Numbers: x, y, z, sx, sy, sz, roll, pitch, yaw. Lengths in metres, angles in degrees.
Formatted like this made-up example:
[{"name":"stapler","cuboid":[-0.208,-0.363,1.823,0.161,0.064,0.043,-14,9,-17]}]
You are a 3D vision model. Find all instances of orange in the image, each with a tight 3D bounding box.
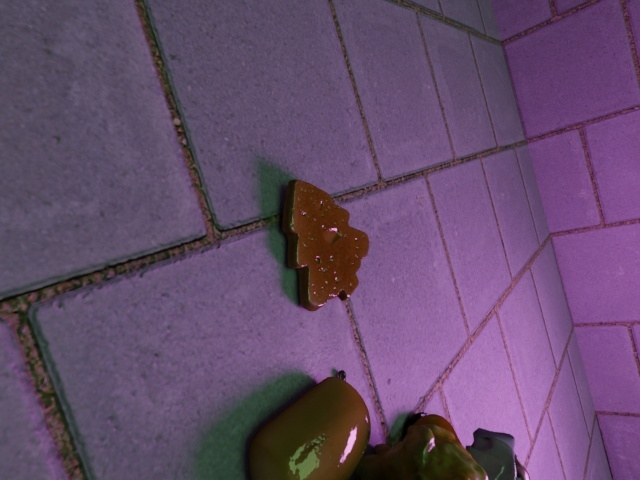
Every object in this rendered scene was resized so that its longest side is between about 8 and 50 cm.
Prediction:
[{"name":"orange","cuboid":[0.234,0.441,0.865,0.160,0.112,0.170,-18,83,-50]}]

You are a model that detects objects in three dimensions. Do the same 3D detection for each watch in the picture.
[{"name":"watch","cuboid":[0.371,0.539,0.901,0.241,0.161,0.253,53,40,-56]}]

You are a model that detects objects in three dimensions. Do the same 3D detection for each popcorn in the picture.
[{"name":"popcorn","cuboid":[0.172,0.449,0.683,0.215,0.252,0.286,27,53,-28]}]

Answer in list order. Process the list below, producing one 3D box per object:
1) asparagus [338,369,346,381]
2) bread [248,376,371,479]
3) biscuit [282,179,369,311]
[{"name":"asparagus","cuboid":[0.050,0.291,0.751,0.018,0.015,0.127,-15,92,-60]},{"name":"bread","cuboid":[-0.001,0.302,0.628,0.217,0.098,0.147,-27,97,-51]},{"name":"biscuit","cuboid":[0.000,0.000,0.753,0.212,0.041,0.239,-43,113,-40]}]
